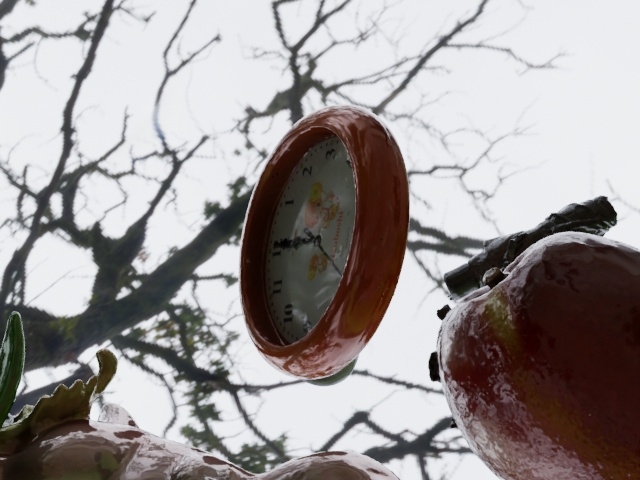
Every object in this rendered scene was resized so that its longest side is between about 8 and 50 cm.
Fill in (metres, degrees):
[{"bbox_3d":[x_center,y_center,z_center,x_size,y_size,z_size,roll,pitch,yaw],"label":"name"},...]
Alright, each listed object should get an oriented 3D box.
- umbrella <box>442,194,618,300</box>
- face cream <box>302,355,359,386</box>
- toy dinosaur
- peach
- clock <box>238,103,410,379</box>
[{"bbox_3d":[0.363,0.016,1.711,0.326,0.094,0.090,-25,-75,6],"label":"umbrella"},{"bbox_3d":[0.020,0.121,1.462,0.101,0.101,0.251,47,-161,-7],"label":"face cream"},{"bbox_3d":[-0.069,0.100,0.408,0.177,0.194,0.152,-5,-91,-32],"label":"toy dinosaur"},{"bbox_3d":[0.276,0.145,0.924,0.258,0.201,0.361,-33,-109,-13],"label":"peach"},{"bbox_3d":[0.000,0.000,0.723,0.051,0.205,0.205,13,-112,-30],"label":"clock"}]
